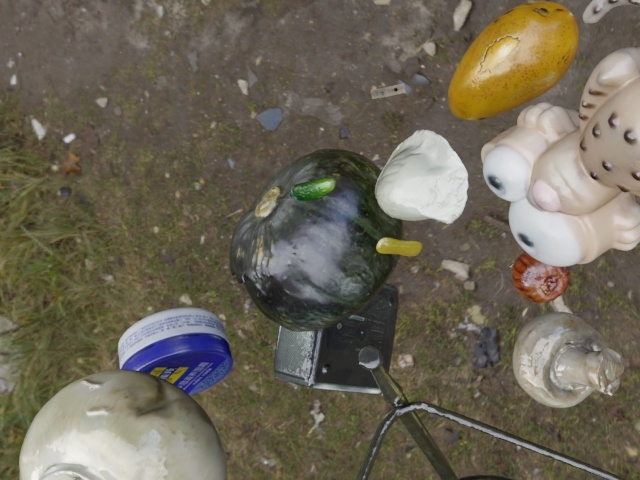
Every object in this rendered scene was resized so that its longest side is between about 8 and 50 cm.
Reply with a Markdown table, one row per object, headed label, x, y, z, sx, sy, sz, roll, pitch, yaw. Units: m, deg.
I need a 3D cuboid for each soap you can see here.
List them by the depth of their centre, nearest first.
| label | x | y | z | sx | sy | sz | roll | pitch | yaw |
| --- | --- | --- | --- | --- | --- | --- | --- | --- | --- |
| soap | 0.142 | 0.012 | 0.920 | 0.012 | 0.089 | 0.034 | -113 | 33 | -55 |

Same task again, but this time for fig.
| label | x | y | z | sx | sy | sz | roll | pitch | yaw |
| --- | --- | --- | --- | --- | --- | --- | --- | --- | --- |
| fig | 0.500 | 0.082 | 1.174 | 0.129 | 0.150 | 0.128 | -3 | 80 | 16 |

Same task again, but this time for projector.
| label | x | y | z | sx | sy | sz | roll | pitch | yaw |
| --- | --- | --- | --- | --- | --- | --- | --- | --- | --- |
| projector | 0.068 | 0.313 | 1.806 | 0.242 | 0.395 | 0.404 | -2 | 74 | 48 |

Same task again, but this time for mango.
| label | x | y | z | sx | sy | sz | roll | pitch | yaw |
| --- | --- | --- | --- | --- | --- | --- | --- | --- | --- |
| mango | 0.377 | -0.353 | 1.044 | 0.290 | 0.191 | 0.159 | -41 | 67 | 37 |

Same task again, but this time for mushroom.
| label | x | y | z | sx | sy | sz | roll | pitch | yaw |
| --- | --- | --- | --- | --- | --- | --- | --- | --- | --- |
| mushroom | -0.290 | 0.364 | 0.705 | 0.315 | 0.315 | 0.355 | 24 | 71 | 23 |
| mushroom | 0.742 | 0.368 | 1.543 | 0.298 | 0.290 | 0.297 | -1 | 94 | -13 |

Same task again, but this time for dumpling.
| label | x | y | z | sx | sy | sz | roll | pitch | yaw |
| --- | --- | --- | --- | --- | --- | --- | --- | --- | --- |
| dumpling | 0.174 | -0.118 | 0.937 | 0.126 | 0.216 | 0.166 | 11 | 100 | -8 |

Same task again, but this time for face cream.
| label | x | y | z | sx | sy | sz | roll | pitch | yaw |
| --- | --- | --- | --- | --- | --- | --- | --- | --- | --- |
| face cream | -0.282 | 0.220 | 0.996 | 0.206 | 0.206 | 0.111 | -44 | 53 | 25 |

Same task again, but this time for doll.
| label | x | y | z | sx | sy | sz | roll | pitch | yaw |
| --- | --- | --- | --- | --- | --- | --- | --- | --- | --- |
| doll | 0.220 | -0.069 | 0.397 | 0.119 | 0.278 | 0.154 | -34 | 77 | -9 |

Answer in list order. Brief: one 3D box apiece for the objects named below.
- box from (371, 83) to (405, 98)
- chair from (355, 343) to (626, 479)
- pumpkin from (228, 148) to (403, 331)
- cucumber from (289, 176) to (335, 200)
| label | x | y | z | sx | sy | sz | roll | pitch | yaw |
| --- | --- | --- | --- | --- | --- | --- | --- | --- | --- |
| box | 0.165 | -0.365 | 1.253 | 0.053 | 0.083 | 0.024 | -16 | 104 | -15 |
| chair | 0.203 | 0.411 | 0.615 | 0.365 | 0.410 | 0.361 | 12 | 64 | 32 |
| pumpkin | 0.000 | 0.000 | 1.204 | 0.344 | 0.454 | 0.454 | 37 | 117 | -22 |
| cucumber | -0.023 | -0.092 | 0.953 | 0.155 | 0.037 | 0.037 | -6 | 94 | 56 |
